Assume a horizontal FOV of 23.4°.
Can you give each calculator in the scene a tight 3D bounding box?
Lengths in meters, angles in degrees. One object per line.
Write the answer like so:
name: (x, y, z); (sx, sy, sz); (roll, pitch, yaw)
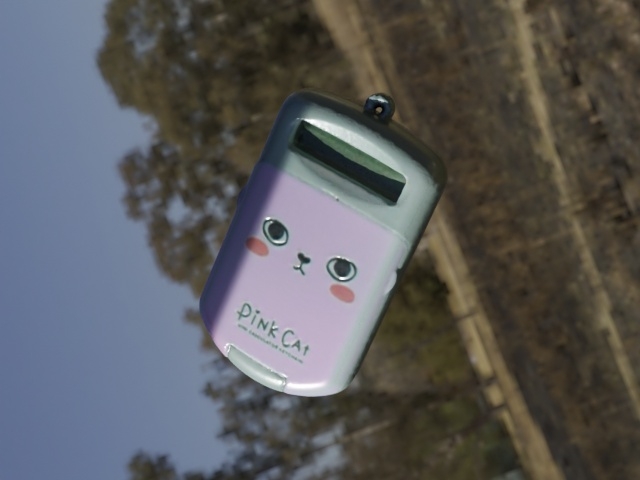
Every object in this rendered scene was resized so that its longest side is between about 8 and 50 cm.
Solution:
calculator: (0.000, 0.000, 1.158); (0.141, 0.246, 0.045); (31, -160, 17)
